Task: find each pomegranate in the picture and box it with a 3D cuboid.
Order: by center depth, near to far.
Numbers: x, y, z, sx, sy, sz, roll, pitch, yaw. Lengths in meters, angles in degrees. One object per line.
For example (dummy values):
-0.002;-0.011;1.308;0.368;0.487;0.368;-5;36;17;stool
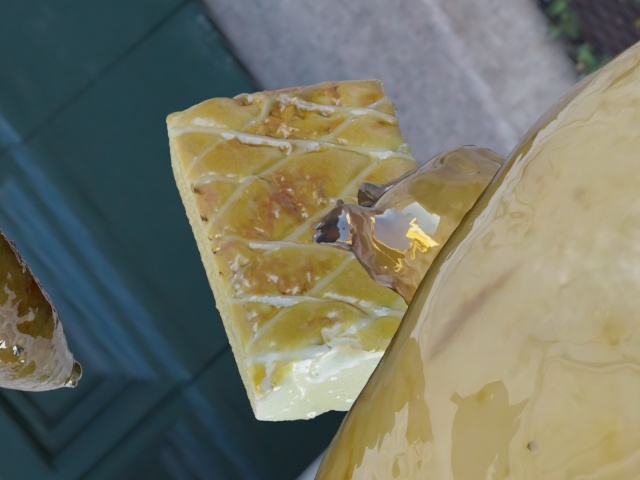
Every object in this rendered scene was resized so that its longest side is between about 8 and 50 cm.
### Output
0.138;0.073;0.513;0.342;0.342;0.342;40;159;18;pomegranate

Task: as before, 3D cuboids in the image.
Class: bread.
0.001;0.001;1.013;0.068;0.126;0.188;89;165;-53;bread

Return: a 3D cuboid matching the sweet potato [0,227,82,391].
-0.215;0.008;0.801;0.079;0.108;0.346;5;178;40;sweet potato
